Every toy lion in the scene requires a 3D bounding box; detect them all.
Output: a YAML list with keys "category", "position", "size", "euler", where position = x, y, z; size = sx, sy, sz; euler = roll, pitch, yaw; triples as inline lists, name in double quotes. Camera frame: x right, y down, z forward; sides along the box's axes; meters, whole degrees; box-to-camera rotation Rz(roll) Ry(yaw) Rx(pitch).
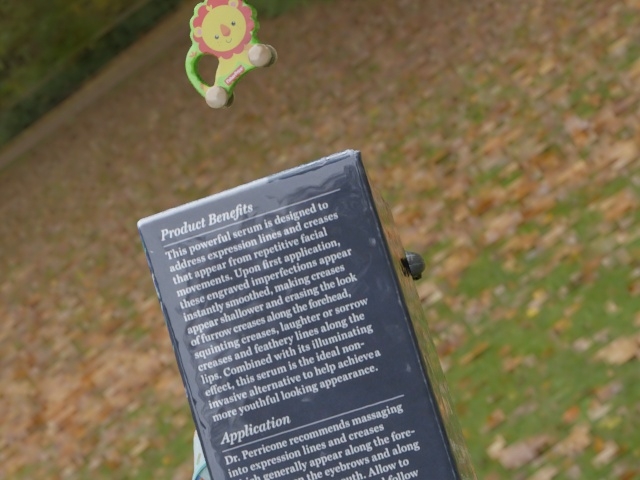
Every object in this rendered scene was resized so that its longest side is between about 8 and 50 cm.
- category: "toy lion"
  position: [-0.099, -0.198, 1.710]
  size: [0.100, 0.096, 0.034]
  euler: [-43, -7, 14]

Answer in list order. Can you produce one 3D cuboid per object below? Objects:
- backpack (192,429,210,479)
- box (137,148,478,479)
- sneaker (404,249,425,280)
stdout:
- category: "backpack"
  position: [-0.063, 0.253, 1.987]
  size: [0.188, 0.166, 0.144]
  euler: [-44, 38, 43]
- category: "box"
  position: [0.010, 0.152, 1.564]
  size: [0.212, 0.395, 0.293]
  euler: [-18, -11, 5]
- category: "sneaker"
  position: [0.000, 0.000, 1.822]
  size: [0.234, 0.106, 0.078]
  euler: [2, -6, -6]
